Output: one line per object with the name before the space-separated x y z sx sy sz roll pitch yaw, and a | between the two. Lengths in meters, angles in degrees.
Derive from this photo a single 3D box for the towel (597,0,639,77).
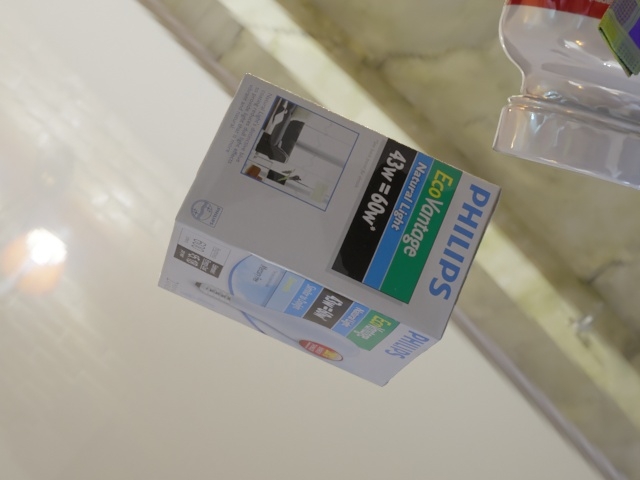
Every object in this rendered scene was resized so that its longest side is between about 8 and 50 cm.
towel | 0.254 -0.177 1.190 0.083 0.009 0.060 -51 -61 -21

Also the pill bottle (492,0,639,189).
pill bottle | 0.295 -0.254 1.356 0.229 0.408 0.229 16 -176 -1

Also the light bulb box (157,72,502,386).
light bulb box | 0.000 0.000 1.997 0.361 0.358 0.225 24 -108 -2
